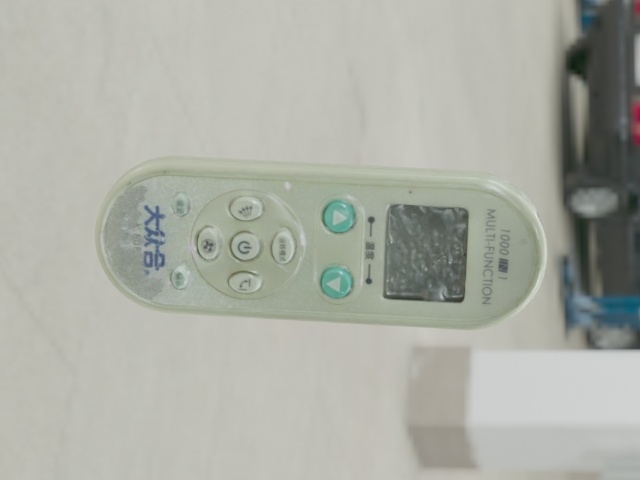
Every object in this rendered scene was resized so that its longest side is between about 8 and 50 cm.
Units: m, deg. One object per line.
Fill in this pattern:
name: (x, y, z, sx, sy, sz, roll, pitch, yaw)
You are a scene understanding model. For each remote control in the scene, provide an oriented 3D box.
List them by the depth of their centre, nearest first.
remote control: (0.000, 0.000, 0.859, 0.042, 0.221, 0.078, -75, 167, -76)
